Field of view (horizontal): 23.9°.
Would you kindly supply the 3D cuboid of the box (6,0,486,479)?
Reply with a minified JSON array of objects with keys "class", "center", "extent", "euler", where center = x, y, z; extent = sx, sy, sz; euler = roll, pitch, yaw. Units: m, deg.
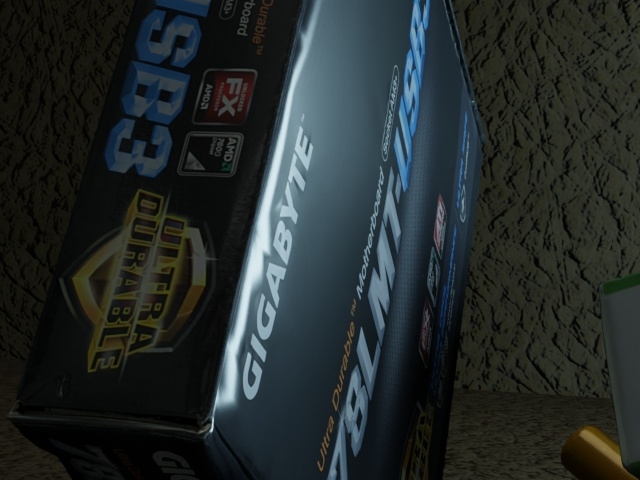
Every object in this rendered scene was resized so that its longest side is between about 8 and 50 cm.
[{"class":"box","center":[0.000,0.000,0.605],"extent":[0.073,0.296,0.293],"euler":[2,-30,16]}]

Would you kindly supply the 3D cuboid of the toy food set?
[{"class":"toy food set","center":[0.298,0.175,1.179],"extent":[0.104,0.111,0.232],"euler":[41,13,37]}]

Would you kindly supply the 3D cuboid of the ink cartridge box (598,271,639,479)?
[{"class":"ink cartridge box","center":[0.311,0.092,0.860],"extent":[0.201,0.117,0.278],"euler":[-20,-31,28]}]
